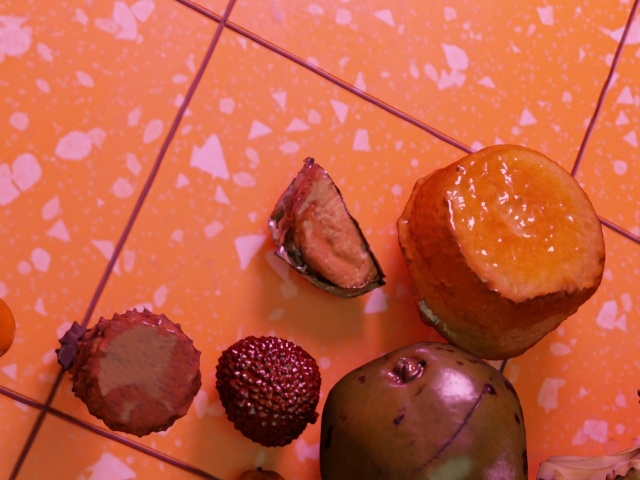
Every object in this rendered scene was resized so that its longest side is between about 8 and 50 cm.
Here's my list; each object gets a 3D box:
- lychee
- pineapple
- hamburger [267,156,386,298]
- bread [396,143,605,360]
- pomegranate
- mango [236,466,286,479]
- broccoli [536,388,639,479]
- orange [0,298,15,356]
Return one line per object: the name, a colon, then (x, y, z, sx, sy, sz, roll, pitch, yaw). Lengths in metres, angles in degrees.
lychee: (-0.060, 0.167, 1.300, 0.129, 0.123, 0.123, 24, 76, 15)
pineapple: (-0.207, 0.127, 1.186, 0.128, 0.248, 0.128, 0, 89, -23)
hamburger: (-0.007, -0.001, 1.353, 0.102, 0.087, 0.176, -31, 102, -6)
bread: (0.215, 0.003, 1.370, 0.268, 0.145, 0.269, 12, 61, -22)
pomegranate: (0.118, 0.248, 1.288, 0.254, 0.254, 0.271, -15, 115, -19)
mango: (-0.059, 0.315, 1.311, 0.080, 0.060, 0.114, -25, 90, -34)
broccoli: (0.414, 0.331, 1.355, 0.324, 0.272, 0.334, 56, 41, -7)
orange: (-0.369, 0.094, 1.228, 0.083, 0.070, 0.083, 3, 79, -18)
